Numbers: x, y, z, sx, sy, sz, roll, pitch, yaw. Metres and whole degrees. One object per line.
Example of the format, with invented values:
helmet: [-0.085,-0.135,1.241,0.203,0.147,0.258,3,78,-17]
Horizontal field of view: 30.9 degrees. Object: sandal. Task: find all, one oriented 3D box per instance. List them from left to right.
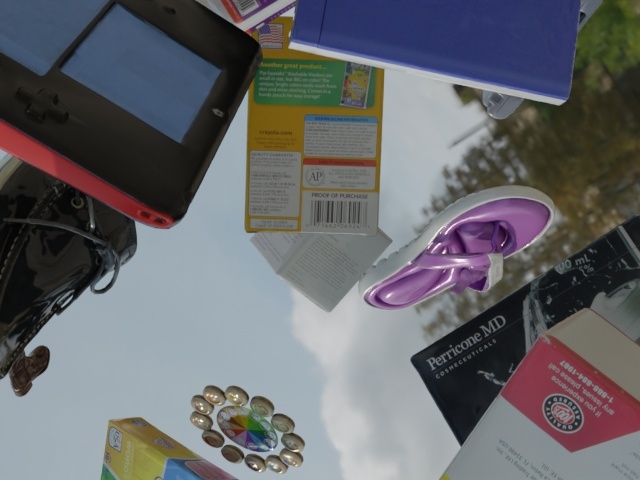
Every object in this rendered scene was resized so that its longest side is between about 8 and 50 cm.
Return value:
sandal: [0.214,0.041,1.783,0.169,0.416,0.102,10,-119,-28]

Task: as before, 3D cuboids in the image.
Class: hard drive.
hard drive: [0.138,-0.287,1.312,0.040,0.319,0.210,134,146,-77]

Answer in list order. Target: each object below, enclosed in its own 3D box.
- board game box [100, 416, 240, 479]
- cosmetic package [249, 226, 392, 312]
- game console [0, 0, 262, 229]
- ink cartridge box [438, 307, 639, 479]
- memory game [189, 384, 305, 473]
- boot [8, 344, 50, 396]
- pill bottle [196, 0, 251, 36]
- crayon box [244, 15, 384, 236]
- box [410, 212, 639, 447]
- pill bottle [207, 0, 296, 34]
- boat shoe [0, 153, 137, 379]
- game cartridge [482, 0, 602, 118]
board game box: [-0.249,0.441,1.823,0.064,0.316,0.242,4,-82,-38]
cosmetic package: [0.000,0.000,2.132,0.151,0.183,0.151,39,-174,-34]
game console: [-0.237,-0.194,1.122,0.342,0.060,0.386,27,-147,-7]
ink cartridge box: [0.268,0.312,1.247,0.279,0.384,0.160,39,-156,18]
memory game: [-0.108,0.276,1.675,0.186,0.186,0.012,51,-136,-21]
boot: [-0.451,0.163,1.753,0.106,0.037,0.114,-75,-19,-48]
pill bottle: [-0.324,-0.343,2.049,0.229,0.408,0.229,-10,-78,-59]
crayon box: [-0.009,-0.173,1.753,0.083,0.203,0.323,-108,20,-80]
box: [0.500,0.288,2.014,0.471,0.480,0.297,60,-165,19]
pill bottle: [-0.049,-0.334,1.396,0.108,0.193,0.108,59,-176,-7]
boat shoe: [-0.303,-0.018,1.374,0.500,0.156,0.187,-70,-12,-48]
game cartridge: [0.382,-0.363,1.992,0.060,0.294,0.196,28,-146,-14]
